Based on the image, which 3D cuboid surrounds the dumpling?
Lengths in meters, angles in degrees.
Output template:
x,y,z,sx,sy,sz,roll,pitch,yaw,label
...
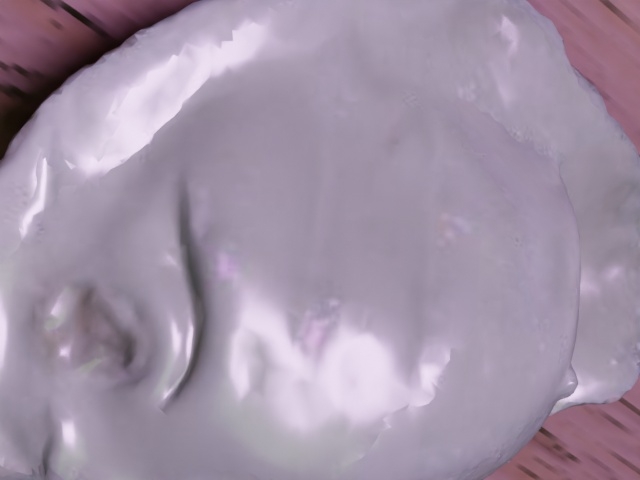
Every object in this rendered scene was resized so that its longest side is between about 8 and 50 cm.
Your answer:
x,y,z,sx,sy,sz,roll,pitch,yaw,label
-0.004,0.009,0.497,0.219,0.152,0.108,-6,165,-24,dumpling
